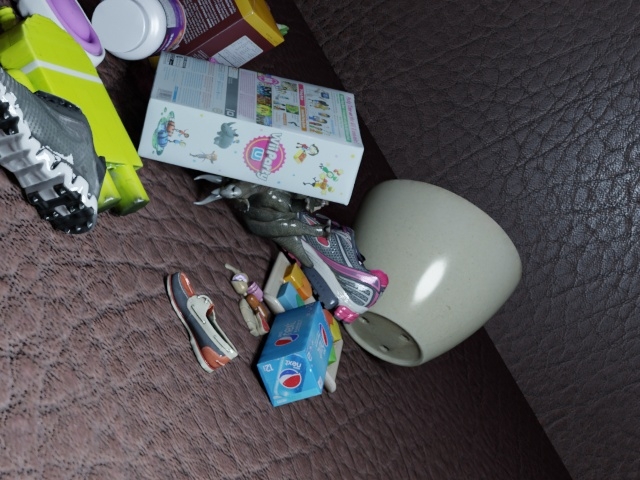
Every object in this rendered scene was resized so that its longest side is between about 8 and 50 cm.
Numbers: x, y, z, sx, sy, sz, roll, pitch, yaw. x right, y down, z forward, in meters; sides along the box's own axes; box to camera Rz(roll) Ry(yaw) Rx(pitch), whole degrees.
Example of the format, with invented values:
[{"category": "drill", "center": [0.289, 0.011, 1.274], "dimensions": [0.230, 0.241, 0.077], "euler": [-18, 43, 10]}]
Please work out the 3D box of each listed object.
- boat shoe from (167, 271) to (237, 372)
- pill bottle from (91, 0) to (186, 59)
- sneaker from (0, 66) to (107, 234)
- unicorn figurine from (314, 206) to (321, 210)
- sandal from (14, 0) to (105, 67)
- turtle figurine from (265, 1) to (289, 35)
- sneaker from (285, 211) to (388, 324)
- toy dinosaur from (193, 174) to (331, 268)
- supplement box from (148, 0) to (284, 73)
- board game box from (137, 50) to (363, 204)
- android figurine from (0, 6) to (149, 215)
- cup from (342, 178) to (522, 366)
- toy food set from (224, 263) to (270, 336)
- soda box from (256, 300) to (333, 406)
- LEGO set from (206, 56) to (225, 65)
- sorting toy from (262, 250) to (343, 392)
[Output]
[{"category": "boat shoe", "center": [-0.146, 0.093, 1.397], "dimensions": [0.137, 0.043, 0.049], "euler": [63, 15, 21]}, {"category": "pill bottle", "center": [-0.274, -0.326, 1.713], "dimensions": [0.108, 0.108, 0.193], "euler": [58, 13, -6]}, {"category": "sneaker", "center": [-0.296, -0.119, 1.169], "dimensions": [0.234, 0.078, 0.106], "euler": [55, 35, -35]}, {"category": "unicorn figurine", "center": [-0.049, -0.103, 2.218], "dimensions": [0.111, 0.060, 0.162], "euler": [61, 29, 5]}, {"category": "sandal", "center": [-0.386, -0.415, 1.495], "dimensions": [0.416, 0.102, 0.169], "euler": [58, 12, -4]}, {"category": "turtle figurine", "center": [-0.153, -0.548, 2.503], "dimensions": [0.266, 0.198, 0.275], "euler": [64, 17, 6]}, {"category": "sneaker", "center": [0.000, 0.000, 1.979], "dimensions": [0.299, 0.112, 0.121], "euler": [53, 8, 14]}, {"category": "toy dinosaur", "center": [-0.070, -0.057, 1.795], "dimensions": [0.313, 0.160, 0.121], "euler": [58, 37, -64]}, {"category": "supplement box", "center": [-0.202, -0.380, 1.919], "dimensions": [0.191, 0.194, 0.129], "euler": [64, 14, 21]}, {"category": "board game box", "center": [-0.099, -0.169, 1.664], "dimensions": [0.303, 0.097, 0.224], "euler": [12, 27, -8]}, {"category": "android figurine", "center": [-0.298, -0.155, 1.348], "dimensions": [0.273, 0.056, 0.248], "euler": [61, 13, 5]}, {"category": "cup", "center": [0.167, 0.087, 2.076], "dimensions": [0.331, 0.331, 0.237], "euler": [52, 56, -31]}, {"category": "toy food set", "center": [-0.098, 0.087, 1.649], "dimensions": [0.078, 0.019, 0.122], "euler": [35, 27, -61]}, {"category": "soda box", "center": [-0.032, 0.155, 1.607], "dimensions": [0.210, 0.071, 0.067], "euler": [-70, 141, -74]}, {"category": "LEGO set", "center": [-0.184, -0.197, 1.837], "dimensions": [0.093, 0.087, 0.227], "euler": [41, 28, -47]}, {"category": "sorting toy", "center": [-0.020, 0.123, 1.828], "dimensions": [0.193, 0.038, 0.208], "euler": [56, 13, -14]}]
